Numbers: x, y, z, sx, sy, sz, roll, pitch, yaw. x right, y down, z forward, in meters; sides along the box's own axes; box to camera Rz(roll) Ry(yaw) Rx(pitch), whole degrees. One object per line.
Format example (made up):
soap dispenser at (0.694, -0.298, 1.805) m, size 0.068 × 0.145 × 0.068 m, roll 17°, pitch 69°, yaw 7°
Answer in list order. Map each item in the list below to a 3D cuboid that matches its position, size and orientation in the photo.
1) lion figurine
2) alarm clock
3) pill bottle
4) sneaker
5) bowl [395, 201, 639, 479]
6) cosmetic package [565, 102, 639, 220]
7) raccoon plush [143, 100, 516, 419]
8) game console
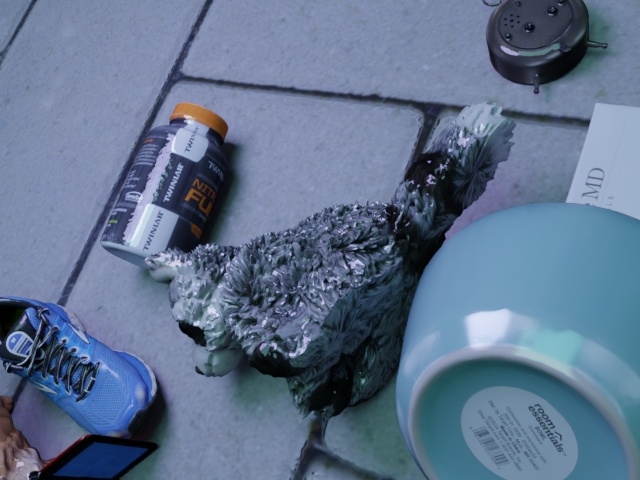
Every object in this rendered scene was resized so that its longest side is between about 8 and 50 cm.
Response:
lion figurine at (-0.487, 0.211, 0.813) m, size 0.142 × 0.392 × 0.240 m, roll -38°, pitch 23°, yaw -23°
alarm clock at (0.280, -0.293, 0.830) m, size 0.129 × 0.064 × 0.192 m, roll -34°, pitch 56°, yaw 7°
pill bottle at (-0.220, -0.080, 0.914) m, size 0.130 × 0.130 × 0.245 m, roll 11°, pitch 74°, yaw 27°
sneaker at (-0.369, 0.175, 0.860) m, size 0.330 × 0.147 × 0.129 m, roll 24°, pitch 79°, yaw 29°
bowl at (0.189, 0.138, 0.528) m, size 0.312 × 0.163 × 0.311 m, roll 14°, pitch 117°, yaw 29°
cosmetic package at (0.428, 0.019, 0.573) m, size 0.385 × 0.156 × 0.217 m, roll 13°, pitch 76°, yaw 27°
raccoon plush at (0.000, 0.000, 0.761) m, size 0.446 × 0.216 × 0.299 m, roll -48°, pitch 51°, yaw -10°
game console at (-0.280, 0.313, 0.761) m, size 0.085 × 0.144 × 0.124 m, roll -12°, pitch 64°, yaw 20°
